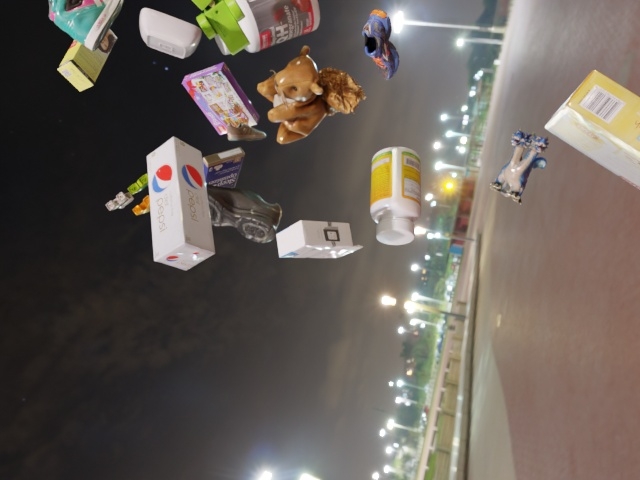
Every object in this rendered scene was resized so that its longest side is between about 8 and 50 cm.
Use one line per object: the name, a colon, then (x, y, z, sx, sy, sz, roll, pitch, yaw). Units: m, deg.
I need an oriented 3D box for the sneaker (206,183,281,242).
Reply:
sneaker: (-0.244, -0.099, 1.407, 0.109, 0.286, 0.130, -59, 7, 48)

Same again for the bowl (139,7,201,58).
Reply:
bowl: (-0.358, -0.480, 1.171, 0.142, 0.142, 0.053, -169, 94, -70)

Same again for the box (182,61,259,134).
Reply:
box: (-0.421, -0.598, 2.121, 0.293, 0.200, 0.057, 56, -146, -44)

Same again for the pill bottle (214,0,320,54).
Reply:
pill bottle: (-0.177, -0.696, 1.549, 0.176, 0.318, 0.176, 59, 166, 24)

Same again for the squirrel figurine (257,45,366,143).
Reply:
squirrel figurine: (-0.035, -0.594, 1.934, 0.370, 0.396, 0.281, 127, 130, -75)

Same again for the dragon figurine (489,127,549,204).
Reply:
dragon figurine: (0.470, -0.169, 1.163, 0.144, 0.085, 0.289, -59, -22, 9)

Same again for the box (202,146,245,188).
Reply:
box: (-0.329, -0.196, 1.601, 0.136, 0.036, 0.225, -26, -21, -36)

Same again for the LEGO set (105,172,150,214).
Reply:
LEGO set: (-0.438, -0.131, 1.315, 0.227, 0.087, 0.093, -37, -3, 8)

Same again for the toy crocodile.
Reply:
toy crocodile: (-0.297, -0.628, 1.269, 0.340, 0.115, 0.105, 47, -165, -43)

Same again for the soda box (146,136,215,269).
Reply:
soda box: (-0.239, -0.064, 0.843, 0.069, 0.074, 0.216, 26, -137, -52)

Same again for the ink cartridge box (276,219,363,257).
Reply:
ink cartridge box: (0.000, 0.000, 1.166, 0.180, 0.104, 0.060, 2, -109, -39)

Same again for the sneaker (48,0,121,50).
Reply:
sneaker: (-0.627, -0.651, 1.314, 0.124, 0.178, 0.296, -34, 38, 46)

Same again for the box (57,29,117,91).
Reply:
box: (-0.664, -0.540, 1.425, 0.087, 0.058, 0.232, 51, -146, -47)

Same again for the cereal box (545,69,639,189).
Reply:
cereal box: (0.356, -0.112, 0.578, 0.047, 0.173, 0.240, -56, -11, 18)

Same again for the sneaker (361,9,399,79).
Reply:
sneaker: (0.168, -0.564, 1.469, 0.087, 0.083, 0.221, -47, -38, -13)

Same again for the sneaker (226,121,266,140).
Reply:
sneaker: (-0.297, -0.444, 2.010, 0.188, 0.066, 0.071, -14, -83, -49)

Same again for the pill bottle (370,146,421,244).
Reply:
pill bottle: (0.205, -0.119, 1.357, 0.136, 0.136, 0.246, 69, -157, -64)
